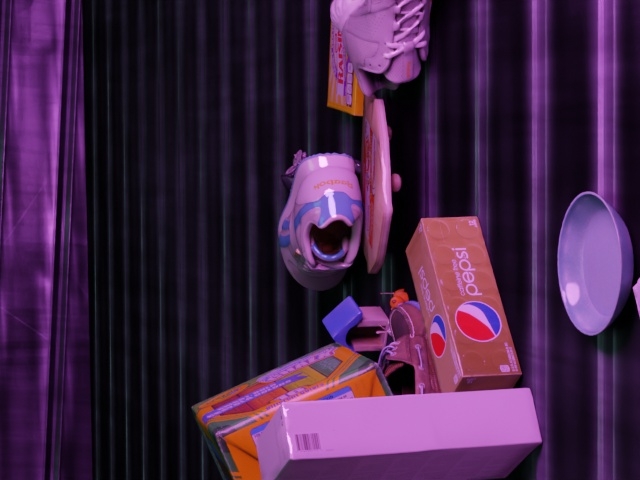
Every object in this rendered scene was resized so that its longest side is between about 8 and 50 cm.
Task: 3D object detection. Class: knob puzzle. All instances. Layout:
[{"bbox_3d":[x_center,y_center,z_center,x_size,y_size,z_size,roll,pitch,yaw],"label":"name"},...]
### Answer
[{"bbox_3d":[0.068,-0.056,2.037,0.213,0.030,0.213,-179,90,-84],"label":"knob puzzle"}]

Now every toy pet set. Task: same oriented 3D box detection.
[{"bbox_3d":[0.050,0.104,2.074,0.114,0.065,0.122,-125,38,-59],"label":"toy pet set"}]

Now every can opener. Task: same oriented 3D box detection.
[{"bbox_3d":[0.009,-0.076,2.230,0.059,0.073,0.186,-55,14,-16],"label":"can opener"}]

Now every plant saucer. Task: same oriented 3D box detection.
[{"bbox_3d":[0.231,0.019,1.586,0.119,0.021,0.119,179,90,-73],"label":"plant saucer"}]

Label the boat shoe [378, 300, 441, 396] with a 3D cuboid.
[{"bbox_3d":[0.095,0.127,1.934,0.183,0.066,0.066,-114,30,-48],"label":"boat shoe"}]

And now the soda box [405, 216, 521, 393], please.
[{"bbox_3d":[0.134,0.066,1.820,0.058,0.061,0.181,112,151,-51],"label":"soda box"}]

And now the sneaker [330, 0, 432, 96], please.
[{"bbox_3d":[0.084,-0.229,1.934,0.262,0.099,0.121,122,136,-71],"label":"sneaker"}]

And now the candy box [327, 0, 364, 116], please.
[{"bbox_3d":[0.036,-0.247,2.159,0.105,0.027,0.205,-148,59,-72],"label":"candy box"}]

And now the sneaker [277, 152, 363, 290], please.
[{"bbox_3d":[0.000,0.000,2.143,0.228,0.087,0.092,94,170,-58],"label":"sneaker"}]

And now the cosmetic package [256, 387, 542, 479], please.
[{"bbox_3d":[0.070,0.181,1.737,0.099,0.239,0.060,120,144,-57],"label":"cosmetic package"}]

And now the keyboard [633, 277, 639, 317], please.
[{"bbox_3d":[0.283,0.132,1.453,0.072,0.014,0.256,130,136,-56],"label":"keyboard"}]

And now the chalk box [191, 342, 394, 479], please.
[{"bbox_3d":[-0.014,0.223,1.989,0.179,0.180,0.289,67,170,-7],"label":"chalk box"}]
